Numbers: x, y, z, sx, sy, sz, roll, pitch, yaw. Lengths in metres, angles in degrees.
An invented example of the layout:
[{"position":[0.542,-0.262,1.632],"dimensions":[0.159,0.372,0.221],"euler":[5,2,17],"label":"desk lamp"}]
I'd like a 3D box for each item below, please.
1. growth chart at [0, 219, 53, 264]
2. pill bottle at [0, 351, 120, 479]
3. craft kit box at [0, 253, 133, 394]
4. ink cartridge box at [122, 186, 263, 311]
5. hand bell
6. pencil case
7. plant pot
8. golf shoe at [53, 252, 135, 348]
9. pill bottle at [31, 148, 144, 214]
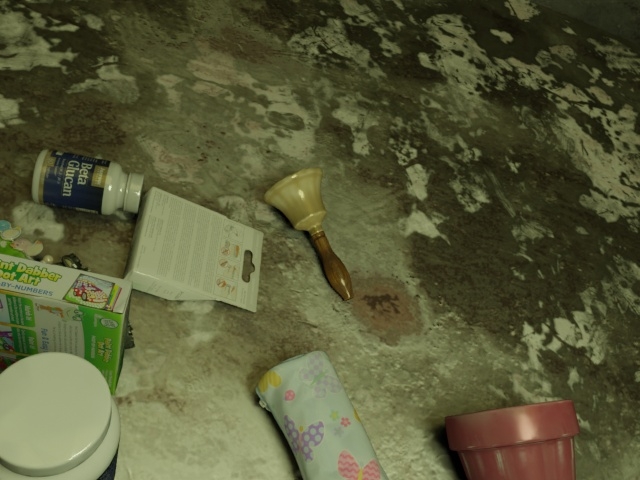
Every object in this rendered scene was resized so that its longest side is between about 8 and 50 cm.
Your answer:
[{"position":[-0.548,0.016,0.961],"dimensions":[0.237,0.021,0.172],"euler":[29,51,14],"label":"growth chart"},{"position":[-0.317,0.244,0.743],"dimensions":[0.153,0.264,0.153],"euler":[11,53,-14],"label":"pill bottle"},{"position":[-0.382,0.112,0.824],"dimensions":[0.247,0.250,0.061],"euler":[16,50,-10],"label":"craft kit box"},{"position":[-0.214,0.026,1.093],"dimensions":[0.225,0.056,0.181],"euler":[24,48,-27],"label":"ink cartridge box"},{"position":[0.000,0.000,1.160],"dimensions":[0.126,0.126,0.242],"euler":[-19,76,-31],"label":"hand bell"},{"position":[0.008,0.299,0.924],"dimensions":[0.124,0.113,0.273],"euler":[-20,64,-20],"label":"pencil case"},{"position":[0.306,0.348,0.964],"dimensions":[0.201,0.201,0.180],"euler":[-1,72,-21],"label":"plant pot"},{"position":[-0.360,0.110,0.950],"dimensions":[0.198,0.077,0.094],"euler":[38,55,26],"label":"golf shoe"},{"position":[-0.392,-0.095,1.069],"dimensions":[0.169,0.094,0.094],"euler":[9,53,-14],"label":"pill bottle"}]
